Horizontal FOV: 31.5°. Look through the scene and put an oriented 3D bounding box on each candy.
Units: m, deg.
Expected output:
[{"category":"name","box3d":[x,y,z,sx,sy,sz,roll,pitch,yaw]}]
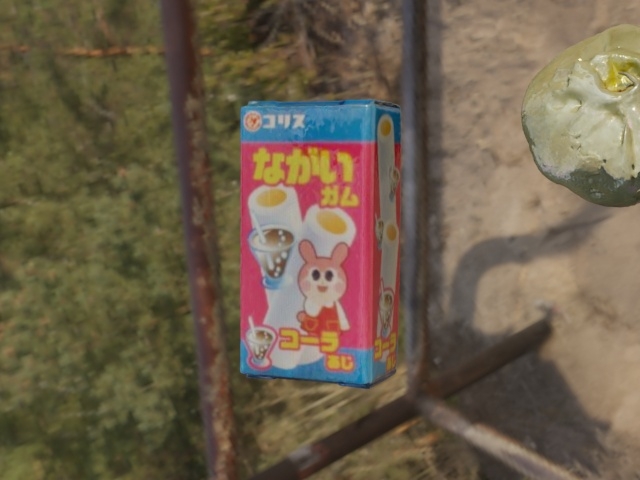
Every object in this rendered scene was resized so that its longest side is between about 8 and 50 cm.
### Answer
[{"category":"candy","box3d":[0.001,0.000,1.248,0.157,0.100,0.306,2,95,24]}]

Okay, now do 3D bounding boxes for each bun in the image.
[{"category":"bun","box3d":[0.362,-0.157,1.377,0.239,0.239,0.141,45,170,27]}]
